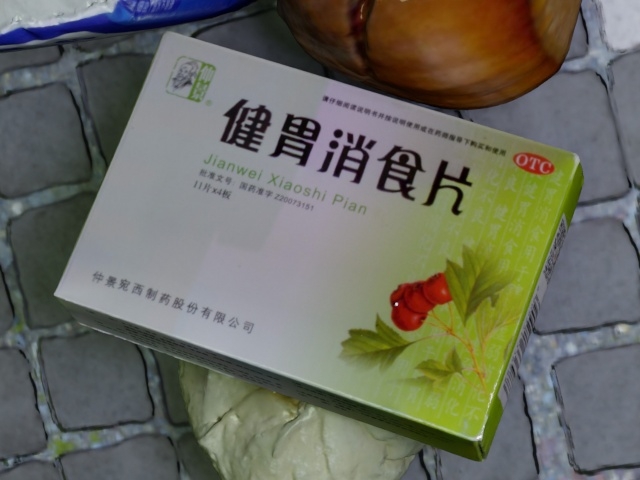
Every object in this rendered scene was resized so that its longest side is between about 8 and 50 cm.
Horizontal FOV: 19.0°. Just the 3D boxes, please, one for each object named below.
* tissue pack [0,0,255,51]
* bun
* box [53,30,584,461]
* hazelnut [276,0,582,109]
[{"bbox_3d":[-0.156,-0.179,1.085,0.209,0.270,0.137,-8,97,19],"label":"tissue pack"},{"bbox_3d":[-0.010,0.084,1.166,0.164,0.111,0.188,22,104,16],"label":"bun"},{"bbox_3d":[0.000,0.001,1.095,0.260,0.062,0.175,18,75,13],"label":"box"},{"bbox_3d":[0.062,-0.162,1.075,0.182,0.182,0.182,3,100,17],"label":"hazelnut"}]
